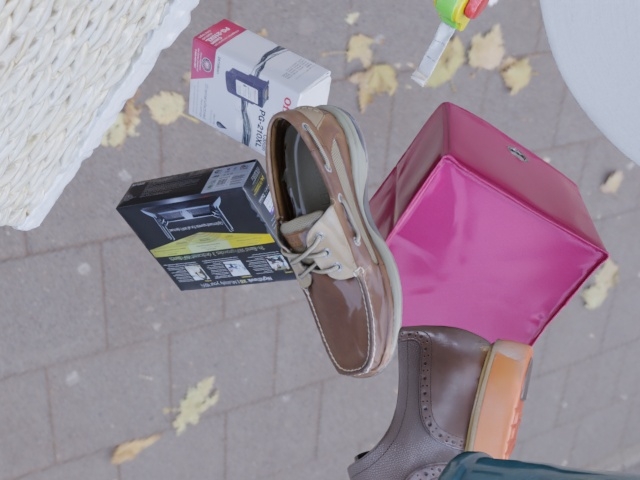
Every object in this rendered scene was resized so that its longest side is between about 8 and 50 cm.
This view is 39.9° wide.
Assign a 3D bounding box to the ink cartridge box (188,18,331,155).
[{"bbox_3d":[-0.113,-0.264,1.590,0.100,0.237,0.172,-44,156,-40],"label":"ink cartridge box"}]

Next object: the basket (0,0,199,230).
[{"bbox_3d":[-0.359,-0.224,0.813,0.331,0.328,0.266,-51,169,14],"label":"basket"}]

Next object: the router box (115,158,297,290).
[{"bbox_3d":[-0.201,-0.020,1.699,0.243,0.309,0.081,59,38,-35],"label":"router box"}]

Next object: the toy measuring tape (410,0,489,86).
[{"bbox_3d":[0.259,-0.459,1.832,0.121,0.121,0.330,3,131,-35],"label":"toy measuring tape"}]

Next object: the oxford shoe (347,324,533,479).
[{"bbox_3d":[0.086,0.253,0.799,0.130,0.133,0.363,10,95,-73],"label":"oxford shoe"}]

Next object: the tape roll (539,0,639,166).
[{"bbox_3d":[0.341,-0.167,0.608,0.072,0.392,0.392,-50,135,-30],"label":"tape roll"}]

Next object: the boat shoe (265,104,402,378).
[{"bbox_3d":[0.000,0.000,1.001,0.116,0.123,0.324,0,72,-51],"label":"boat shoe"}]

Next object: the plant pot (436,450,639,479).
[{"bbox_3d":[0.195,0.237,0.406,0.272,0.255,0.271,-6,90,-66],"label":"plant pot"}]

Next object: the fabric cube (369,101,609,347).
[{"bbox_3d":[0.206,-0.002,1.235,0.254,0.258,0.259,32,113,-6],"label":"fabric cube"}]
